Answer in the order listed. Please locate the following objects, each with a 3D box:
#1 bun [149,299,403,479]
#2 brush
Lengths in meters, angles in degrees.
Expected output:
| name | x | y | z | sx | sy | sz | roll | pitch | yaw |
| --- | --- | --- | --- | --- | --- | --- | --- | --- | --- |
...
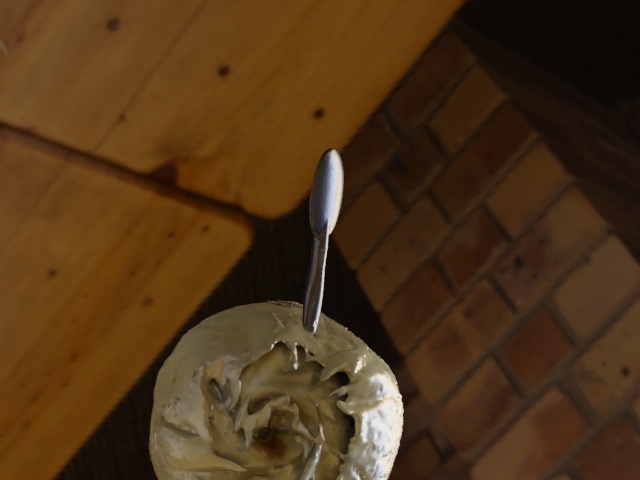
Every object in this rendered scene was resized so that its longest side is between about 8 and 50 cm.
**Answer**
| name | x | y | z | sx | sy | sz | roll | pitch | yaw |
| --- | --- | --- | --- | --- | --- | --- | --- | --- | --- |
| bun | -0.041 | 0.177 | 1.257 | 0.259 | 0.259 | 0.152 | -22 | 173 | -9 |
| brush | 0.000 | 0.000 | 0.579 | 0.024 | 0.008 | 0.083 | 10 | 85 | -58 |
